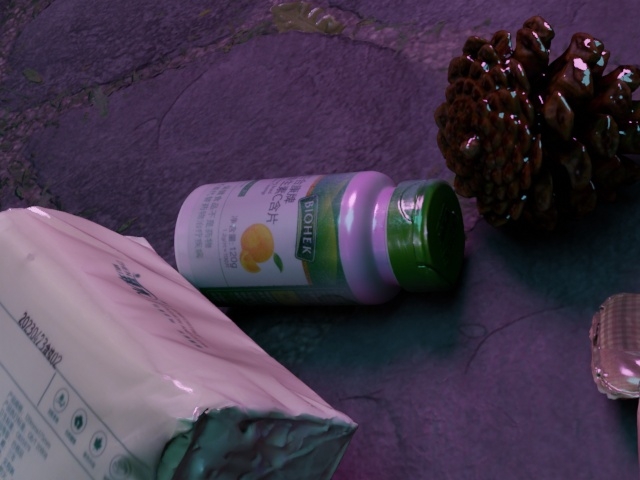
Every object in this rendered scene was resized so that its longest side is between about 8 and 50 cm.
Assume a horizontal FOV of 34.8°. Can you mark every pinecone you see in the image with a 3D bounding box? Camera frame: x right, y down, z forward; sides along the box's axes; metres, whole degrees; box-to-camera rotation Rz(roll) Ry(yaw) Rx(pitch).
[{"bbox_3d":[0.211,-0.107,0.947,0.207,0.208,0.208,-15,50,19],"label":"pinecone"}]

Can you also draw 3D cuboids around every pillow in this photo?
[{"bbox_3d":[0.324,0.073,0.824,0.211,0.034,0.135,-12,33,20],"label":"pillow"}]

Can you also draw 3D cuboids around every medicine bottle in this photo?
[{"bbox_3d":[0.000,0.000,1.016,0.274,0.133,0.133,-3,55,27],"label":"medicine bottle"}]

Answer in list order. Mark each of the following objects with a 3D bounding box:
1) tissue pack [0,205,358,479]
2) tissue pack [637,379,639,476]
[{"bbox_3d":[-0.193,0.175,0.900,0.380,0.207,0.297,37,102,43],"label":"tissue pack"},{"bbox_3d":[0.328,0.206,0.680,0.215,0.123,0.257,-13,43,23],"label":"tissue pack"}]
